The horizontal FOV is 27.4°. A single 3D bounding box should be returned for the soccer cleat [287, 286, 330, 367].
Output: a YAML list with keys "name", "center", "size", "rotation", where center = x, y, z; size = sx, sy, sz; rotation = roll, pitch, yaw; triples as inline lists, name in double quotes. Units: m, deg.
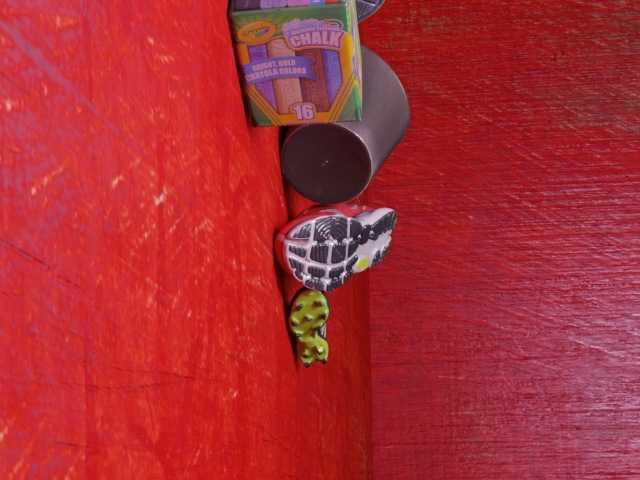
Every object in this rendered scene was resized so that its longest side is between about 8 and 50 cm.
- name: "soccer cleat"
  center: [-0.019, 0.107, 1.824]
  size: [0.179, 0.060, 0.072]
  rotation: [87, -8, -53]

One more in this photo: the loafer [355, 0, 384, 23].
- name: "loafer"
  center: [0.012, -0.303, 1.667]
  size: [0.267, 0.096, 0.084]
  rotation: [-52, -157, 39]

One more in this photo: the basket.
- name: "basket"
  center: [0.026, -0.160, 1.862]
  size: [0.204, 0.154, 0.227]
  rotation: [50, 27, -17]

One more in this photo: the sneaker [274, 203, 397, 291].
- name: "sneaker"
  center: [0.000, 0.000, 1.801]
  size: [0.279, 0.118, 0.107]
  rotation: [-9, 113, -62]

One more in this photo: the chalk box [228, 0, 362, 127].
- name: "chalk box"
  center: [-0.026, -0.250, 1.471]
  size: [0.213, 0.132, 0.132]
  rotation: [82, 8, -46]
